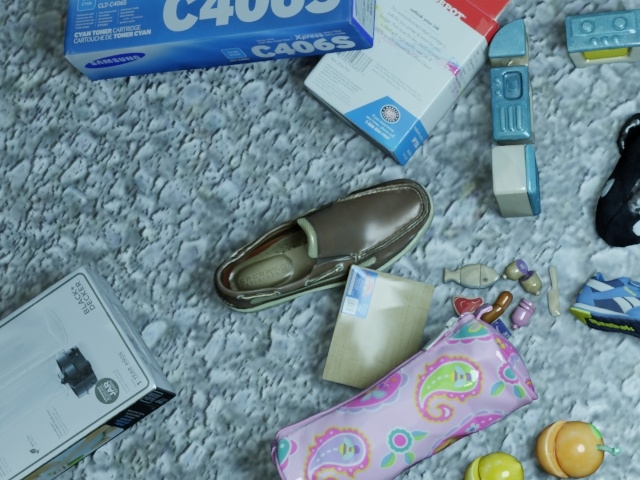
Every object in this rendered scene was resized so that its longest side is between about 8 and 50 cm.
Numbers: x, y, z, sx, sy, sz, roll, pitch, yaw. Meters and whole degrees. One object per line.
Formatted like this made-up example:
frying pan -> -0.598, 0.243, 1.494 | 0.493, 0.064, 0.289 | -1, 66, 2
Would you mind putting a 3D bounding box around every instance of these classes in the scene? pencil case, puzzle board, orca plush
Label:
pencil case -> 0.086, 0.184, 1.767 | 0.284, 0.124, 0.124 | -33, 75, 4
puzzle board -> 0.063, 0.099, 1.825 | 0.096, 0.011, 0.128 | 15, 88, -10
orca plush -> 0.409, -0.100, 1.771 | 0.287, 0.102, 0.151 | -26, 76, 5

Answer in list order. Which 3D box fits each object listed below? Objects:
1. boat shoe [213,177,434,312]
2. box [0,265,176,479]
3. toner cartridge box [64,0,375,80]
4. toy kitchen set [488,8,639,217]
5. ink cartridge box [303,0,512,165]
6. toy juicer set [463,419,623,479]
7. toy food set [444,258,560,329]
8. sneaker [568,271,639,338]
boat shoe -> 0.003, 0.007, 1.832 | 0.257, 0.095, 0.095 | -28, 75, 4
box -> -0.328, 0.179, 1.868 | 0.290, 0.087, 0.169 | -35, 75, 2
toner cartridge box -> -0.112, -0.282, 1.880 | 0.348, 0.075, 0.165 | -5, 69, 21
toy kitchen set -> 0.265, -0.141, 1.797 | 0.166, 0.122, 0.207 | -4, 79, 10
ink cartridge box -> 0.107, -0.216, 1.864 | 0.134, 0.078, 0.231 | 39, 89, 16
toy juicer set -> 0.205, 0.325, 1.735 | 0.329, 0.089, 0.209 | -45, 75, 0
toy food set -> 0.196, 0.059, 1.824 | 0.122, 0.019, 0.078 | -6, 78, 10
sneaker -> 0.330, 0.068, 1.762 | 0.144, 0.053, 0.059 | 14, 67, 37
